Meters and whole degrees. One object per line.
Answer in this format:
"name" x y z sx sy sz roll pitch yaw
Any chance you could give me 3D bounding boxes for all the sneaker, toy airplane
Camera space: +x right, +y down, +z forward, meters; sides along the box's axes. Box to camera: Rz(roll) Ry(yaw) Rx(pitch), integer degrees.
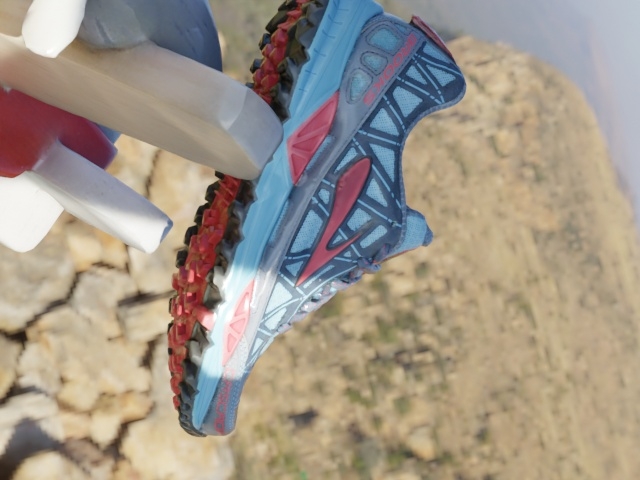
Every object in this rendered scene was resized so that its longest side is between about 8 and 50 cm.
"sneaker" 0.000 0.000 0.796 0.104 0.125 0.261 -116 -134 -67
"toy airplane" -0.208 -0.140 0.769 0.384 0.386 0.272 -137 -112 -81
